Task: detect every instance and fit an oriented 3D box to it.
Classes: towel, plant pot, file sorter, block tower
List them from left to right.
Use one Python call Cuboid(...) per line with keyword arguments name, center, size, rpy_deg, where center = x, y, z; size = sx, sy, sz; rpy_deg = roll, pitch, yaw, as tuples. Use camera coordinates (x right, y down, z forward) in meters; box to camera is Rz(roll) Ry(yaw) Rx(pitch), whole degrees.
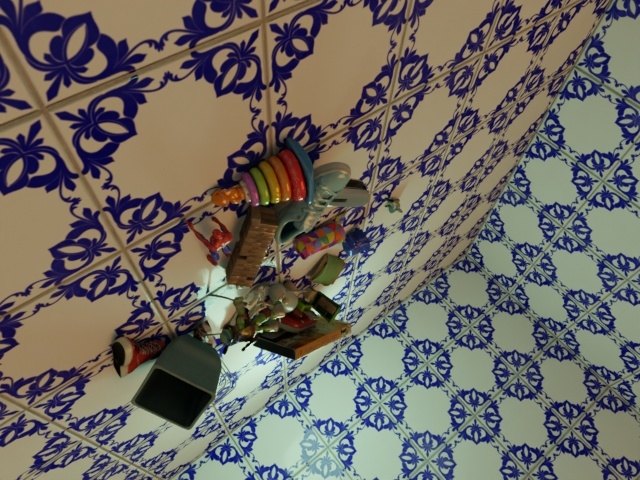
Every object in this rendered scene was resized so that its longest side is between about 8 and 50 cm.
Cuboid(name="plant pot", center=(-0.522, 0.510, 1.838), size=(0.248, 0.247, 0.252), rpy_deg=(-53, -167, 28))
Cuboid(name="file sorter", center=(-0.521, 0.627, 2.150), size=(0.193, 0.173, 0.278), rpy_deg=(-40, 157, -6))
Cuboid(name="block tower", center=(-0.237, 0.025, 1.640), size=(0.097, 0.091, 0.335), rpy_deg=(8, 132, -22))
Cuboid(name="towel", center=(0.083, -0.091, 2.077), size=(0.060, 0.009, 0.083), rpy_deg=(-27, 152, -33))

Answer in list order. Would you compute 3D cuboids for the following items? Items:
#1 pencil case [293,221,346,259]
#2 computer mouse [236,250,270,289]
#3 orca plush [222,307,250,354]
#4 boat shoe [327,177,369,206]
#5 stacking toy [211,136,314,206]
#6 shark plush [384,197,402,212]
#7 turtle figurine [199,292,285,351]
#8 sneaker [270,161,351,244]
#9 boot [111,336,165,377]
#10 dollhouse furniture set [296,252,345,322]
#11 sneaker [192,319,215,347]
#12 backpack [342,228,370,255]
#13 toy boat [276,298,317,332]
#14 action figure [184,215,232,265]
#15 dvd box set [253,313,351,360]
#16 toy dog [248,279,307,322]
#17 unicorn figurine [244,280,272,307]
Cuboid(name="pencil case", center=(0.000, 0.000, 1.997), size=(0.236, 0.104, 0.104), rpy_deg=(-21, 149, -37))
Cuboid(name="computer mouse", center=(-0.270, 0.102, 1.823), size=(0.193, 0.042, 0.106), rpy_deg=(-54, 159, 11))
Cuboid(name="orca plush", center=(-0.360, 0.421, 2.138), size=(0.151, 0.102, 0.287), rpy_deg=(-6, 137, -54))
Cuboid(name="boat shoe", center=(0.033, -0.192, 1.713), size=(0.306, 0.105, 0.113), rpy_deg=(0, 149, -24))
Cuboid(name="stacking toy", center=(-0.176, -0.161, 1.419), size=(0.301, 0.175, 0.166), rpy_deg=(-22, 153, -16))
Cuboid(name="shark plush", center=(0.341, -0.164, 2.304), size=(0.067, 0.073, 0.161), rpy_deg=(-18, 169, 21))
Cuboid(name="turtle figurine", center=(-0.293, 0.291, 1.844), size=(0.266, 0.274, 0.198), rpy_deg=(-8, 102, -38))
Cuboid(name="sneaker", center=(-0.027, -0.105, 1.579), size=(0.135, 0.150, 0.366), rpy_deg=(16, 138, -39))
Cuboid(name="boot", center=(-0.624, 0.373, 1.678), size=(0.176, 0.088, 0.244), rpy_deg=(-25, 159, -35))
Cuboid(name="dollhouse furniture set", center=(0.041, 0.233, 2.319), size=(0.301, 0.151, 0.197), rpy_deg=(-58, 154, 8))
Cuboid(name="sneaker", center=(-0.480, 0.387, 1.960), size=(0.077, 0.072, 0.178), rpy_deg=(-21, 142, -18))
Cuboid(name="backpack", center=(0.159, 0.006, 2.257), size=(0.120, 0.098, 0.101), rpy_deg=(-26, 145, -6))
Cuboid(name="toy boat", center=(-0.118, 0.365, 2.415), size=(0.231, 0.151, 0.151), rpy_deg=(-12, 111, -51))
Cuboid(name="action figure", center=(-0.338, -0.013, 1.485), size=(0.091, 0.139, 0.280), rpy_deg=(-38, 178, -18))
Cuboid(name="dvd box set", center=(-0.089, 0.476, 2.441), size=(0.420, 0.307, 0.062), rpy_deg=(-14, 105, -47))
Cuboid(name="toy dog", center=(-0.145, 0.270, 2.058), size=(0.220, 0.161, 0.333), rpy_deg=(-49, 172, 13))
Cuboid(name="unicorn figurine", center=(-0.263, 0.226, 2.030), size=(0.111, 0.060, 0.162), rpy_deg=(-45, 172, -18))
